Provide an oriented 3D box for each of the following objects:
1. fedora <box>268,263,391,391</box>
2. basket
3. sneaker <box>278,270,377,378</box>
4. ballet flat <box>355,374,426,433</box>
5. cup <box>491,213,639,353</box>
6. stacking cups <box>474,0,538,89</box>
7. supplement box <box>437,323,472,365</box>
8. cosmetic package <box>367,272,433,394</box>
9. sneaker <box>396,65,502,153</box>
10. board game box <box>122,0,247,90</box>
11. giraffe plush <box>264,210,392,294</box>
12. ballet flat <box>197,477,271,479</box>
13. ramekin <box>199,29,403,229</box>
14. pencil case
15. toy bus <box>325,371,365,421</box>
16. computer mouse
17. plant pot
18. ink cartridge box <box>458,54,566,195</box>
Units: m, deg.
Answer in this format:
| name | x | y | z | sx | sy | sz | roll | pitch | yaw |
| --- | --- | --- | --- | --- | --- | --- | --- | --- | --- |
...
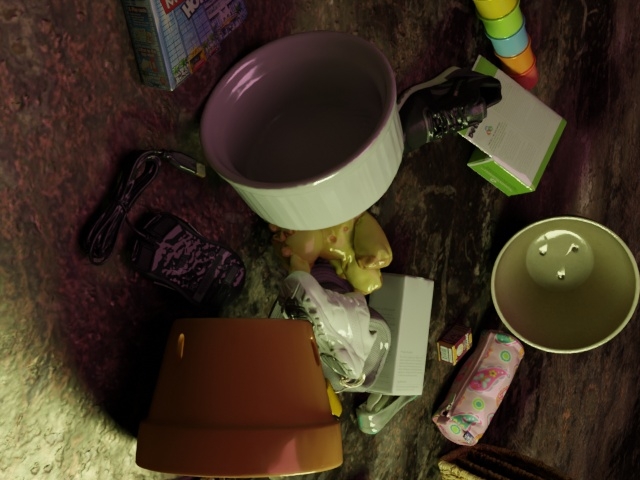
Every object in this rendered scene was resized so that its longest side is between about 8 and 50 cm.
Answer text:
| name | x | y | z | sx | sy | sz | roll | pitch | yaw |
| --- | --- | --- | --- | --- | --- | --- | --- | --- | --- |
| fedora | 0.035 | 0.178 | 1.489 | 0.243 | 0.124 | 0.275 | -59 | 141 | -20 |
| basket | 0.468 | 0.591 | 2.063 | 0.213 | 0.299 | 0.223 | -43 | 134 | -35 |
| sneaker | 0.017 | 0.111 | 1.329 | 0.115 | 0.090 | 0.232 | -54 | 135 | -25 |
| ballet flat | 0.148 | 0.312 | 1.736 | 0.213 | 0.072 | 0.068 | -37 | 119 | -41 |
| cup | 0.585 | 0.075 | 2.054 | 0.237 | 0.331 | 0.331 | -51 | 146 | -70 |
| stacking cups | 0.396 | -0.429 | 1.754 | 0.316 | 0.096 | 0.096 | 45 | 67 | -50 |
| supplement box | 0.307 | 0.237 | 1.936 | 0.083 | 0.043 | 0.055 | -38 | 130 | -39 |
| cosmetic package | 0.149 | 0.182 | 1.647 | 0.117 | 0.086 | 0.231 | 15 | 80 | -53 |
| sneaker | 0.242 | -0.250 | 1.597 | 0.283 | 0.124 | 0.107 | -42 | 133 | -35 |
| board game box | -0.181 | -0.326 | 1.071 | 0.194 | 0.060 | 0.194 | -49 | 138 | -29 |
| giraffe plush | 0.000 | 0.000 | 1.366 | 0.171 | 0.181 | 0.210 | -20 | 132 | -23 |
| ballet flat | -0.164 | 0.410 | 1.375 | 0.203 | 0.074 | 0.074 | -8 | 110 | -45 |
| ramekin | -0.016 | -0.148 | 1.185 | 0.277 | 0.277 | 0.135 | -58 | 149 | -20 |
| pencil case | 0.373 | 0.345 | 2.001 | 0.284 | 0.124 | 0.124 | -54 | 139 | -23 |
| toy bus | -0.035 | 0.306 | 1.396 | 0.191 | 0.104 | 0.202 | 13 | 125 | -24 |
| computer mouse | -0.195 | -0.019 | 1.173 | 0.262 | 0.060 | 0.184 | 29 | 84 | -41 |
| plant pot | -0.114 | 0.214 | 1.207 | 0.291 | 0.291 | 0.203 | 10 | 78 | -54 |
| ink cartridge box | 0.377 | -0.245 | 1.816 | 0.255 | 0.097 | 0.188 | 33 | 74 | -17 |
